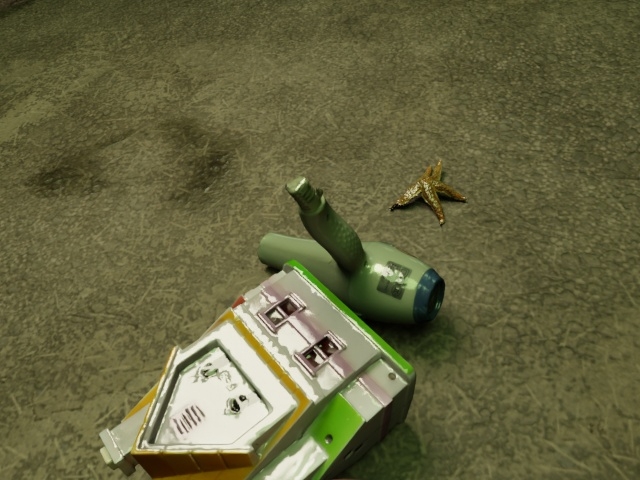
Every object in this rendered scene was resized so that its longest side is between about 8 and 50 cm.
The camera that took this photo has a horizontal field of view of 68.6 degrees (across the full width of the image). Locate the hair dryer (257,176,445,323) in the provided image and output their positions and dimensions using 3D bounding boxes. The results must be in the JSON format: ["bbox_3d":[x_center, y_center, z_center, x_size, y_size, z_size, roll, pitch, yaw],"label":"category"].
[{"bbox_3d":[-0.011,0.009,0.657,0.295,0.298,0.119,3,60,51],"label":"hair dryer"}]

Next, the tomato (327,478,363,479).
[{"bbox_3d":[0.025,0.331,0.384,0.270,0.270,0.227,-11,16,0],"label":"tomato"}]

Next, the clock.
[{"bbox_3d":[-0.082,0.202,0.559,0.309,0.166,0.235,-32,54,-25],"label":"clock"}]

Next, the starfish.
[{"bbox_3d":[0.180,-0.084,0.818,0.130,0.041,0.133,-19,51,-5],"label":"starfish"}]
